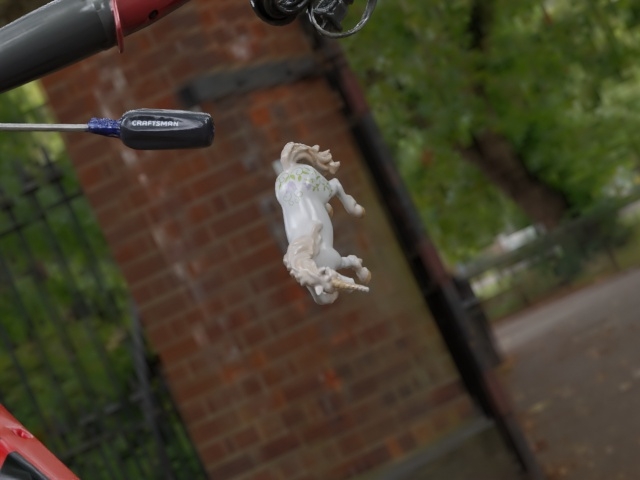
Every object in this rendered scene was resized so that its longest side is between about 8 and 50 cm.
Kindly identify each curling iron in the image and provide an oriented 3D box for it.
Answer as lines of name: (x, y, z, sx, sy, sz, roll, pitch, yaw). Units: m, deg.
curling iron: (-0.083, -0.091, 0.802, 0.274, 0.068, 0.035, -23, 26, -26)

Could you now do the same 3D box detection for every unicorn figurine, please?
unicorn figurine: (0.000, 0.000, 1.289, 0.060, 0.162, 0.111, -34, -28, 13)

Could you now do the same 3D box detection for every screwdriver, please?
screwdriver: (-0.141, -0.066, 1.006, 0.170, 0.025, 0.024, 6, 15, 9)

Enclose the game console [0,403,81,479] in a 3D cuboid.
game console: (-0.315, 0.330, 1.435, 0.060, 0.386, 0.342, 26, 0, -36)
